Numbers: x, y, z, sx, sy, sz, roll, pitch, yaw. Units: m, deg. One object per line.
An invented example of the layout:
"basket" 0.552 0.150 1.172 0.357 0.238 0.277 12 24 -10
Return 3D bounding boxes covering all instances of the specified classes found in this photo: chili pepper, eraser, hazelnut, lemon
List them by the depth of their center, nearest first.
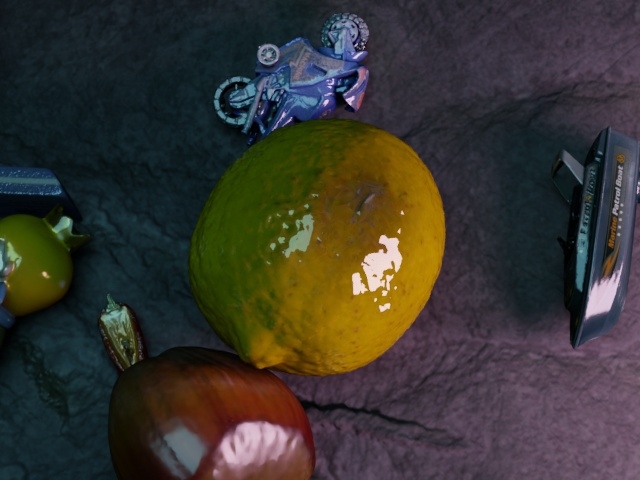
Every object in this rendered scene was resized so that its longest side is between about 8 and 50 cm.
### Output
"hazelnut" -0.119 0.209 1.409 0.210 0.210 0.186 2 100 7
"lemon" 0.000 0.000 1.419 0.253 0.253 0.310 30 63 15
"chili pepper" -0.203 0.139 1.511 0.045 0.027 0.178 -24 70 2
"eraser" -0.385 -0.056 1.569 0.225 0.082 0.036 3 70 7

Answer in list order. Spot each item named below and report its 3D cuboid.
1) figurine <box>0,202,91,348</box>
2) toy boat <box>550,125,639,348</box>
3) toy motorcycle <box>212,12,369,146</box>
"figurine" -0.380 0.038 1.523 0.185 0.127 0.234 34 89 21
"toy boat" 0.288 -0.002 1.469 0.103 0.093 0.246 11 73 2
"toy motorcycle" -0.021 -0.174 1.577 0.205 0.076 0.114 -32 78 -4
